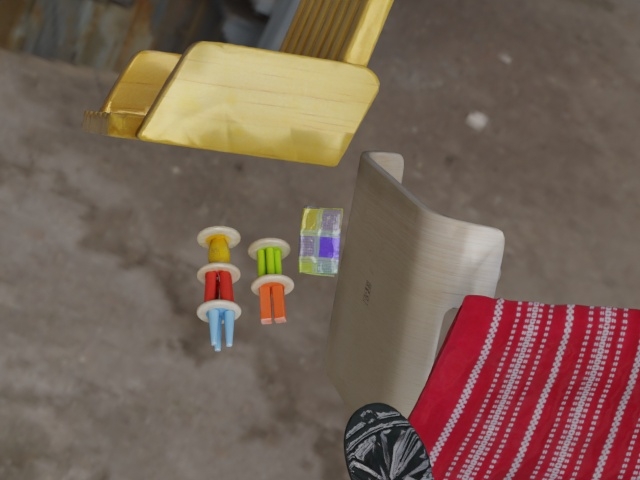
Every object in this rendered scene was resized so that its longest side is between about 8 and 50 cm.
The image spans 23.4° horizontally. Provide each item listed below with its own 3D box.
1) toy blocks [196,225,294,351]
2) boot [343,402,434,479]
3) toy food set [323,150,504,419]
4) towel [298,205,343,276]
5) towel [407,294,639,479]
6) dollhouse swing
[{"bbox_3d":[-0.088,0.065,1.820,0.123,0.054,0.148,13,57,-26],"label":"toy blocks"},{"bbox_3d":[0.046,0.154,0.886,0.045,0.099,0.121,-27,82,-9],"label":"boot"},{"bbox_3d":[0.086,0.055,1.425,0.092,0.220,0.306,7,13,-14],"label":"toy food set"},{"bbox_3d":[0.000,0.000,1.854,0.060,0.083,0.009,7,-2,-35],"label":"towel"},{"bbox_3d":[0.190,0.114,1.063,0.274,0.031,0.199,1,44,34],"label":"towel"},{"bbox_3d":[-0.089,-0.252,1.803,0.315,0.305,0.347,7,4,-17],"label":"dollhouse swing"}]
